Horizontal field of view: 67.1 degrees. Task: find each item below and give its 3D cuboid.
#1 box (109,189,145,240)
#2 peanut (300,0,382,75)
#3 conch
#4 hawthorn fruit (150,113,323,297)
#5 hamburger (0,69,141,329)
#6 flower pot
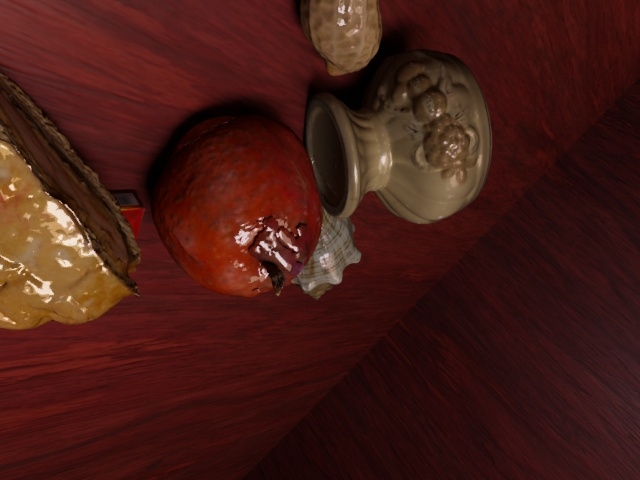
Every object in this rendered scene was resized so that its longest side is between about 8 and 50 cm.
[{"bbox_3d":[-0.358,-0.014,0.706,0.175,0.048,0.112,-11,142,-43],"label":"box"},{"bbox_3d":[0.037,-0.344,0.631,0.136,0.120,0.298,-26,153,-16],"label":"peanut"},{"bbox_3d":[0.011,0.008,1.090,0.203,0.169,0.386,-51,168,-42],"label":"conch"},{"bbox_3d":[-0.111,-0.027,0.733,0.275,0.308,0.276,-17,141,-15],"label":"hawthorn fruit"},{"bbox_3d":[-0.365,-0.037,0.514,0.208,0.162,0.330,-27,130,-5],"label":"hamburger"},{"bbox_3d":[0.118,-0.164,0.838,0.243,0.308,0.308,-15,147,-16],"label":"flower pot"}]
